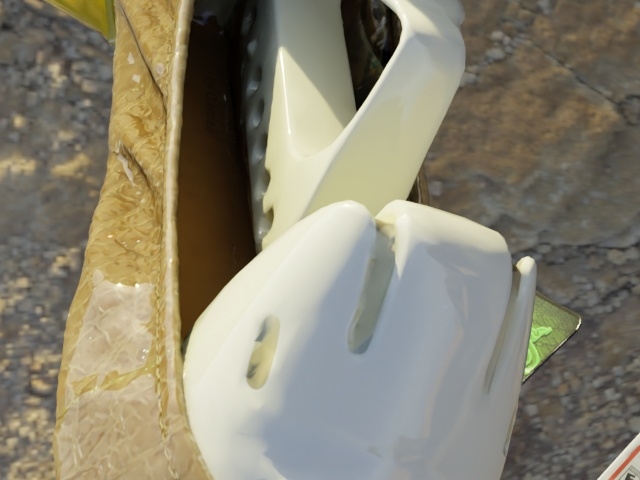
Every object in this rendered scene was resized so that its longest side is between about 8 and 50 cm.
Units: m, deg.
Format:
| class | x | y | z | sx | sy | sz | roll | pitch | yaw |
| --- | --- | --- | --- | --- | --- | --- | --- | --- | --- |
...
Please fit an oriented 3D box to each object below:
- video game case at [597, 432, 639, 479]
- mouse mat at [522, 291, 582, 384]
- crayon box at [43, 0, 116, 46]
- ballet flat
| class | x | y | z | sx | sy | sz | roll | pitch | yaw |
| --- | --- | --- | --- | --- | --- | --- | --- | --- | --- |
| video game case | 0.431 | 0.195 | 1.322 | 0.285 | 0.025 | 0.204 | -47 | 59 | -3 |
| mouse mat | 0.131 | 0.096 | 1.176 | 0.152 | 0.190 | 0.007 | -43 | 109 | -4 |
| crayon box | 0.049 | -0.270 | 0.557 | 0.106 | 0.363 | 0.313 | 37 | 136 | 51 |
| ballet flat | 0.000 | 0.000 | 0.379 | 0.124 | 0.116 | 0.342 | -48 | 32 | 39 |
